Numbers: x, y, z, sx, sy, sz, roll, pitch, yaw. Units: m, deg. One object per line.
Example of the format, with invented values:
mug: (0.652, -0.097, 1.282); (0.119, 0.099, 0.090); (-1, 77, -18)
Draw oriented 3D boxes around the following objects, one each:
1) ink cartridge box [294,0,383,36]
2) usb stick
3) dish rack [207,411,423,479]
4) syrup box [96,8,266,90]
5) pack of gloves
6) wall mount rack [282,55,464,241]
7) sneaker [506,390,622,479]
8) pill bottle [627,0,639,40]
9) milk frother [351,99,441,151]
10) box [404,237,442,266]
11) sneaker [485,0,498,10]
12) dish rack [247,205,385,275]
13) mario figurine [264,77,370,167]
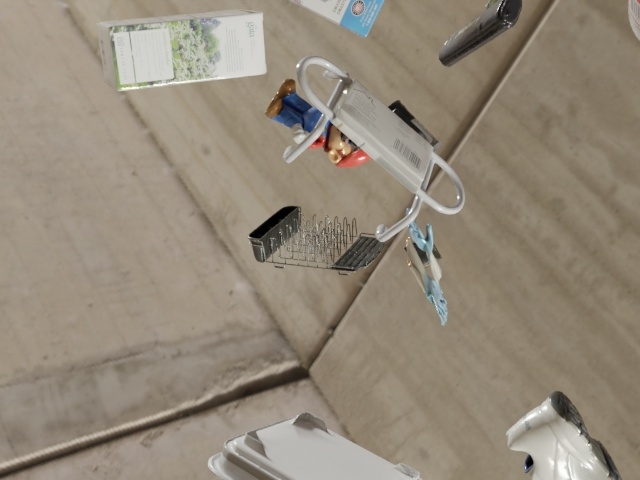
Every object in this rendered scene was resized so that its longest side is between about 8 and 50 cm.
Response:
ink cartridge box: (0.015, -0.561, 1.632); (0.270, 0.198, 0.197); (25, -166, -4)
usb stick: (0.311, -0.413, 1.592); (0.045, 0.278, 0.077); (24, -100, -13)
dish rack: (0.013, 0.384, 1.334); (0.332, 0.072, 0.285); (22, -170, 29)
syrup box: (-0.207, -0.292, 1.217); (0.236, 0.093, 0.096); (-12, -157, -23)
pack of gloves: (0.238, 0.051, 1.692); (0.195, 0.046, 0.232); (-91, -24, -45)
wall mount rack: (0.082, -0.171, 1.325); (0.350, 0.130, 0.304); (40, -138, -15)
sneaker: (0.420, 0.381, 1.353); (0.297, 0.129, 0.111); (52, -162, -18)
pill bottle: (0.562, -0.466, 1.159); (0.229, 0.229, 0.408); (57, -178, 33)
milk frother: (0.162, -0.209, 1.743); (0.135, 0.143, 0.129); (47, -162, 9)
box: (0.251, 0.031, 1.964); (0.062, 0.052, 0.083); (61, -159, 13)
sneaker: (0.441, -0.594, 1.875); (0.064, 0.192, 0.086); (4, -133, -24)
dish rack: (0.000, 0.000, 1.781); (0.271, 0.074, 0.208); (7, -154, 23)
mario figurine: (0.019, -0.330, 2.222); (0.320, 0.198, 0.170); (31, -178, -7)
